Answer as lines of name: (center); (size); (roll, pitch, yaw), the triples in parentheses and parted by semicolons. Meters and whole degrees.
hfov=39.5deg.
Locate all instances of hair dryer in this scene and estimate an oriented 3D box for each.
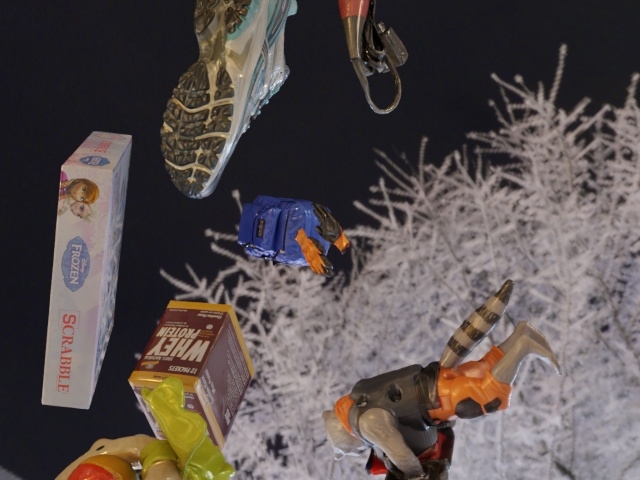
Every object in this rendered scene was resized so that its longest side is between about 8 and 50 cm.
hair dryer: (0.046, -0.297, 0.939); (0.080, 0.224, 0.294); (-19, -71, 13)

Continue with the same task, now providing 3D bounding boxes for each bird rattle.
bird rattle: (-0.210, 0.282, 0.947); (0.206, 0.253, 0.143); (-8, -55, 34)

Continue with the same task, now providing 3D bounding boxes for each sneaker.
sneaker: (-0.092, -0.180, 1.047); (0.122, 0.110, 0.283); (11, -82, -51)

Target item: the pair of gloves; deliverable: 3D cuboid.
pair of gloves: (0.000, 0.000, 1.080); (0.010, 0.074, 0.083); (-14, -31, -38)

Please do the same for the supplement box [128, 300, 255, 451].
supplement box: (-0.229, 0.247, 1.637); (0.129, 0.194, 0.191); (3, -47, 18)

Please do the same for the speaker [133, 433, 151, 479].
speaker: (-0.298, 0.357, 1.452); (0.055, 0.136, 0.055); (0, -89, -6)

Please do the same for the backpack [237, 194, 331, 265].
backpack: (-0.049, -0.010, 1.236); (0.101, 0.120, 0.098); (-1, -80, -46)

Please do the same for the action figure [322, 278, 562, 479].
action figure: (0.150, 0.195, 1.214); (0.330, 0.341, 0.179); (-28, -82, 10)

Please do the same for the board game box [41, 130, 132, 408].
board game box: (-0.324, 0.024, 1.260); (0.065, 0.318, 0.319); (6, -77, -9)
